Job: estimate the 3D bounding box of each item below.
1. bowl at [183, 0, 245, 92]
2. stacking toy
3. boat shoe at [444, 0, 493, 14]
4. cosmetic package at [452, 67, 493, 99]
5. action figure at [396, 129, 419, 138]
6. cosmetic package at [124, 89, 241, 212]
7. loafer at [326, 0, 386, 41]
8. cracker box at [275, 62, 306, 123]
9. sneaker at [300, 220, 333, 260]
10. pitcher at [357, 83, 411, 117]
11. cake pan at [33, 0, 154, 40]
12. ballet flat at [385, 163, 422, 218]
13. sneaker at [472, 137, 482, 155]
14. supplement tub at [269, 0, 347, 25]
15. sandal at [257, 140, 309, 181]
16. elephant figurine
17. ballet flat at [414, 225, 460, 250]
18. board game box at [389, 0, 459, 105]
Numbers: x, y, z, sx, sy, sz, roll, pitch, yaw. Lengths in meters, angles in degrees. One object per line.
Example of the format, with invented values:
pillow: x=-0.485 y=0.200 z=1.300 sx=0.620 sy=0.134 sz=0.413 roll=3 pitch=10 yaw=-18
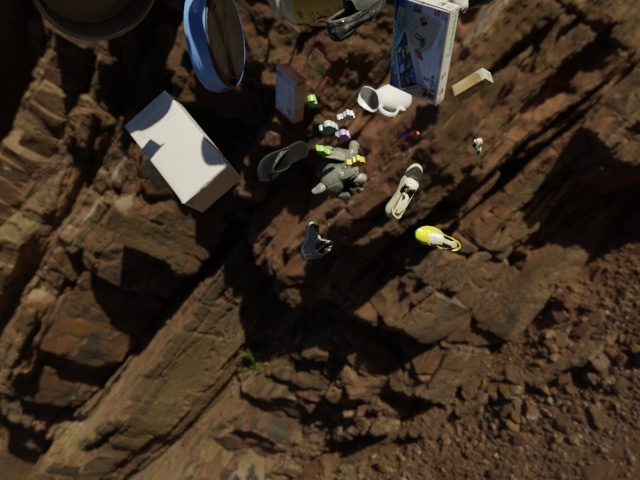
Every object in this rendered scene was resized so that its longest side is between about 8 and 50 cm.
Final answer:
bowl: x=-0.389 y=-0.768 z=1.741 sx=0.391 sy=0.077 sz=0.390 roll=1 pitch=-90 yaw=-77
stacking toy: x=0.045 y=-0.309 z=1.299 sx=0.052 sy=0.221 sz=0.166 roll=-19 pitch=76 yaw=32
boat shoe: x=0.486 y=-0.840 z=1.603 sx=0.268 sy=0.088 sz=0.096 roll=-19 pitch=-3 yaw=-13
cosmetic package: x=0.504 y=-0.517 z=1.512 sx=0.115 sy=0.060 sz=0.041 roll=-24 pitch=71 yaw=44
action figure: x=0.315 y=-0.376 z=1.617 sx=0.038 sy=0.030 sz=0.115 roll=-20 pitch=13 yaw=-18
cosmetic package: x=-0.465 y=-0.299 z=1.550 sx=0.197 sy=0.365 sz=0.155 roll=-39 pitch=-13 yaw=2
loafer: x=0.110 y=-0.693 z=1.378 sx=0.223 sy=0.078 sz=0.076 roll=-41 pitch=52 yaw=-8
cracker box: x=-0.145 y=-0.702 z=2.180 sx=0.067 sy=0.155 sz=0.232 roll=-29 pitch=-29 yaw=-25
sneaker: x=0.000 y=0.000 z=2.006 sx=0.132 sy=0.086 sz=0.228 roll=-5 pitch=44 yaw=21
pitcher: x=0.278 y=-0.542 z=1.809 sx=0.207 sy=0.177 sz=0.125 roll=-14 pitch=-35 yaw=-37
cake pan: x=-0.491 y=-0.583 z=0.991 sx=0.293 sy=0.054 sz=0.293 roll=-40 pitch=-17 yaw=-15
ballet flat: x=0.352 y=-0.196 z=1.858 sx=0.248 sy=0.086 sz=0.086 roll=-62 pitch=11 yaw=7
sneaker: x=0.642 y=-0.384 z=1.874 sx=0.083 sy=0.037 sz=0.031 roll=76 pitch=-173 yaw=-46
supplement tub: x=-0.010 y=-0.942 z=1.725 sx=0.241 sy=0.332 sz=0.240 roll=7 pitch=-90 yaw=-80
sandal: x=-0.152 y=-0.331 z=1.871 sx=0.254 sy=0.097 sz=0.054 roll=-38 pitch=35 yaw=-15
elephant figurine: x=0.060 y=-0.270 z=1.655 sx=0.169 sy=0.186 sz=0.239 roll=-38 pitch=51 yaw=26
ballet flat: x=0.478 y=-0.003 z=1.822 sx=0.077 sy=0.231 sz=0.077 roll=26 pitch=97 yaw=53
board game box: x=0.312 y=-0.593 z=1.418 sx=0.053 sy=0.193 sz=0.305 roll=-40 pitch=-31 yaw=-25
